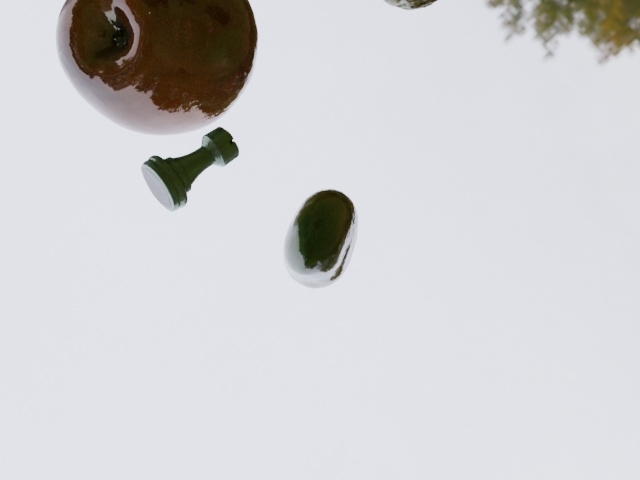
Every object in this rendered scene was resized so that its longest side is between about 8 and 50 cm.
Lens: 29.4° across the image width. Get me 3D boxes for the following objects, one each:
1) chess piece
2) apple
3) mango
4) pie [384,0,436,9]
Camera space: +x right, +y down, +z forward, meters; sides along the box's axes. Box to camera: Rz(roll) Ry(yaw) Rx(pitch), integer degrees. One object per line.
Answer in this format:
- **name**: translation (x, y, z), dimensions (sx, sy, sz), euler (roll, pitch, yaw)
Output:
- **chess piece**: translation (-0.144, -0.086, 1.375), dimensions (0.103, 0.067, 0.067), euler (-36, -94, -20)
- **apple**: translation (-0.208, -0.251, 1.531), dimensions (0.253, 0.253, 0.253), euler (27, -138, -27)
- **mango**: translation (0.002, -0.006, 1.646), dimensions (0.091, 0.237, 0.137), euler (17, -99, 3)
- **pie**: translation (0.147, -0.372, 1.410), dimensions (0.090, 0.248, 0.201), euler (53, -148, 15)
